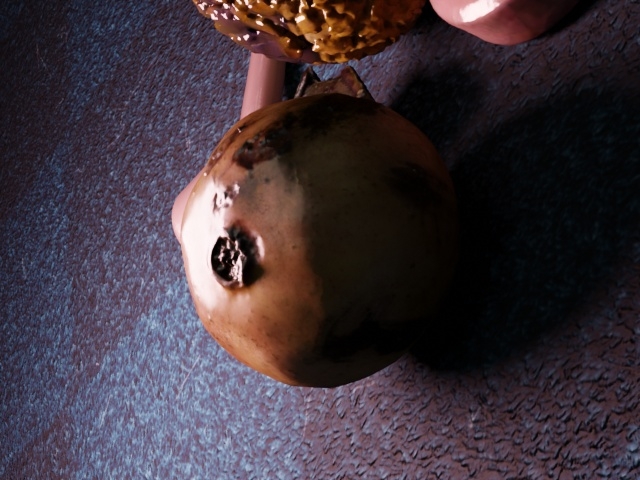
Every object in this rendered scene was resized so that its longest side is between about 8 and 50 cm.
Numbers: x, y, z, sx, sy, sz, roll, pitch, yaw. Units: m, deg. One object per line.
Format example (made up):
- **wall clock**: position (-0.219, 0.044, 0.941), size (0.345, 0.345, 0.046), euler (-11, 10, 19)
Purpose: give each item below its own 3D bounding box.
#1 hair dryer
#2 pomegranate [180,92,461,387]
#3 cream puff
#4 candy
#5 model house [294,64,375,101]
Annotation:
- **hair dryer**: position (-0.094, -0.153, 1.755), size (0.210, 0.125, 0.352), euler (-41, 32, 43)
- **pomegranate**: position (0.000, 0.000, 1.334), size (0.322, 0.322, 0.322), euler (-34, 46, 46)
- **cream puff**: position (-0.028, -0.332, 1.500), size (0.343, 0.327, 0.231), euler (158, 131, -78)
- **candy**: position (0.213, -0.341, 1.349), size (0.255, 0.094, 0.255), euler (-35, 46, 48)
- **model house**: position (0.045, -0.124, 1.485), size (0.152, 0.165, 0.106), euler (-6, 40, 51)
